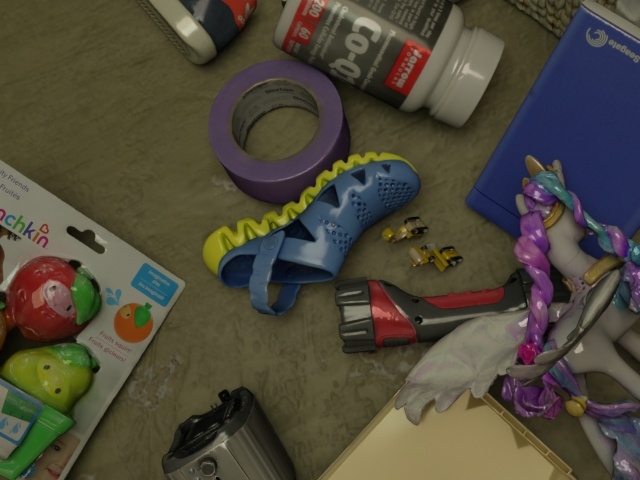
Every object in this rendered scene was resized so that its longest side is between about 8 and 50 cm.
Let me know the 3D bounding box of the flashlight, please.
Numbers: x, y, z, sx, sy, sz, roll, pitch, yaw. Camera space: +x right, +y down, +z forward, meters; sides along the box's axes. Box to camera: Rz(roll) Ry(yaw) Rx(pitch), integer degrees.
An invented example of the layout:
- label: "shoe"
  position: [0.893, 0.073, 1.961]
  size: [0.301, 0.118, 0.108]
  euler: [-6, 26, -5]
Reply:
- label: "flashlight"
  position: [0.174, 0.085, 1.291]
  size: [0.304, 0.103, 0.103]
  euler: [-8, 107, 2]

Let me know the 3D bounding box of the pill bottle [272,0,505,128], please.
- label: "pill bottle"
  position: [0.093, -0.273, 1.302]
  size: [0.283, 0.161, 0.161]
  euler: [26, 85, -3]

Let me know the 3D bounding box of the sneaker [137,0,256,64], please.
- label: "sneaker"
  position: [-0.231, -0.425, 1.415]
  size: [0.148, 0.131, 0.350]
  euler: [-40, 84, -8]

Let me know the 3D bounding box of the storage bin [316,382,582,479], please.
- label: "storage bin"
  position: [0.159, 0.319, 1.237]
  size: [0.260, 0.123, 0.262]
  euler: [42, 87, 11]

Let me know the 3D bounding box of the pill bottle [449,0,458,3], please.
- label: "pill bottle"
  position: [0.162, -0.455, 1.364]
  size: [0.121, 0.121, 0.216]
  euler: [6, 81, 8]

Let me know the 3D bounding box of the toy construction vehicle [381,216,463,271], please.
- label: "toy construction vehicle"
  position: [0.136, 0.011, 1.314]
  size: [0.086, 0.098, 0.035]
  euler: [52, 123, 21]

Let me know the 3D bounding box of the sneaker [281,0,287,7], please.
- label: "sneaker"
  position: [0.018, -0.383, 1.411]
  size: [0.161, 0.057, 0.075]
  euler: [-18, 61, 6]

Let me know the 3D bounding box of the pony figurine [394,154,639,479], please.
- label: "pony figurine"
  position: [0.299, 0.115, 1.127]
  size: [0.363, 0.303, 0.351]
  euler: [48, 55, -11]

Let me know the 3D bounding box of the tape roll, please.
- label: "tape roll"
  position: [-0.056, -0.152, 1.345]
  size: [0.189, 0.080, 0.189]
  euler: [-3, 69, 8]

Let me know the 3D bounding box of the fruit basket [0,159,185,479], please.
- label: "fruit basket"
  position: [-0.398, 0.120, 1.280]
  size: [0.327, 0.165, 0.353]
  euler: [37, 81, -19]

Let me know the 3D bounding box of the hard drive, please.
- label: "hard drive"
  position: [0.343, -0.114, 1.221]
  size: [0.210, 0.040, 0.319]
  euler: [35, 129, 11]

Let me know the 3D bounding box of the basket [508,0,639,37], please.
- label: "basket"
  position: [0.399, -0.445, 1.235]
  size: [0.266, 0.331, 0.328]
  euler: [39, 87, 17]

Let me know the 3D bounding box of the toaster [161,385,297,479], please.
- label: "toaster"
  position: [-0.111, 0.290, 1.243]
  size: [0.129, 0.227, 0.146]
  euler: [-31, 96, 2]

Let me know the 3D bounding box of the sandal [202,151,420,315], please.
- label: "sandal"
  position: [0.000, 0.000, 1.295]
  size: [0.317, 0.126, 0.138]
  euler: [-32, 51, 9]
